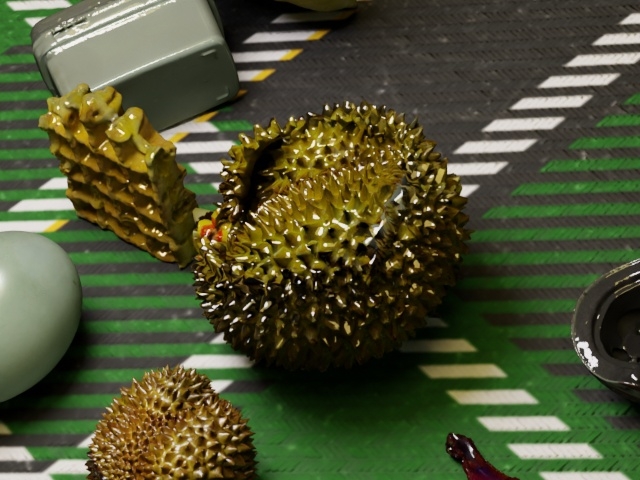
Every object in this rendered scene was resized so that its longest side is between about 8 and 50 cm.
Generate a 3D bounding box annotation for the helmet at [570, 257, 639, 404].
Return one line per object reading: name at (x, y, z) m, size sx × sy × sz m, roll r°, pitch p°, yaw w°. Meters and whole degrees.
helmet at (0.331, 0.094, 1.516) m, size 0.177 × 0.107 × 0.153 m, roll 0°, pitch 54°, yaw 35°

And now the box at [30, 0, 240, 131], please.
box at (-0.201, -0.200, 1.820) m, size 0.210 × 0.148 × 0.129 m, roll -23°, pitch 60°, yaw -4°

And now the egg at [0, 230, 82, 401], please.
egg at (-0.319, 0.077, 1.628) m, size 0.149 × 0.149 × 0.192 m, roll 25°, pitch 62°, yaw 27°

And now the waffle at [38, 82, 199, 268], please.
waffle at (-0.207, -0.078, 1.684) m, size 0.160 × 0.211 × 0.055 m, roll 25°, pitch 62°, yaw 27°

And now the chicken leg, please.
chicken leg at (0.190, 0.232, 1.473) m, size 0.205 × 0.053 × 0.093 m, roll 25°, pitch 38°, yaw 19°

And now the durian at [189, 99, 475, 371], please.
durian at (0.005, 0.009, 1.571) m, size 0.293 × 0.258 × 0.258 m, roll -26°, pitch 51°, yaw 11°

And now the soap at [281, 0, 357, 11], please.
soap at (-0.126, -0.367, 1.769) m, size 0.306 × 0.427 × 0.115 m, roll 21°, pitch 75°, yaw 25°

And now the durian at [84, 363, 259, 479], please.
durian at (-0.135, 0.194, 1.518) m, size 0.158 × 0.137 × 0.168 m, roll 13°, pitch 45°, yaw 45°
